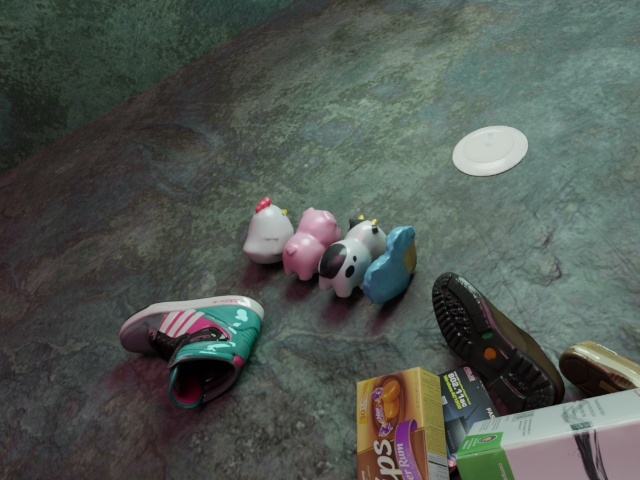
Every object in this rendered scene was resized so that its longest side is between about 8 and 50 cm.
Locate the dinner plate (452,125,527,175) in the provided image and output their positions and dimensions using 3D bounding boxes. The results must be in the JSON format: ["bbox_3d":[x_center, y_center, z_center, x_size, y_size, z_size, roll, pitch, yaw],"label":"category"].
[{"bbox_3d":[0.329,-0.181,0.950,0.141,0.017,0.141,-15,45,16],"label":"dinner plate"}]

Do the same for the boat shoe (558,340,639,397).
[{"bbox_3d":[0.386,0.179,0.569,0.072,0.068,0.190,-21,44,-31],"label":"boat shoe"}]

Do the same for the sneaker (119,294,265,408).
[{"bbox_3d":[-0.249,0.206,0.858,0.296,0.123,0.178,-13,38,17],"label":"sneaker"}]

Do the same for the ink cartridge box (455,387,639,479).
[{"bbox_3d":[0.259,0.217,0.484,0.209,0.153,0.086,-22,74,21],"label":"ink cartridge box"}]

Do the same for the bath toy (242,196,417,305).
[{"bbox_3d":[0.000,0.000,0.892,0.348,0.128,0.151,15,26,36],"label":"bath toy"}]

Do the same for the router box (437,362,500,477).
[{"bbox_3d":[0.187,0.235,0.644,0.092,0.038,0.122,-25,44,6],"label":"router box"}]

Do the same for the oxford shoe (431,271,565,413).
[{"bbox_3d":[0.238,0.136,0.670,0.082,0.096,0.227,-53,52,27],"label":"oxford shoe"}]

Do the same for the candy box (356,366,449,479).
[{"bbox_3d":[0.102,0.268,0.618,0.109,0.053,0.186,-26,45,36],"label":"candy box"}]
